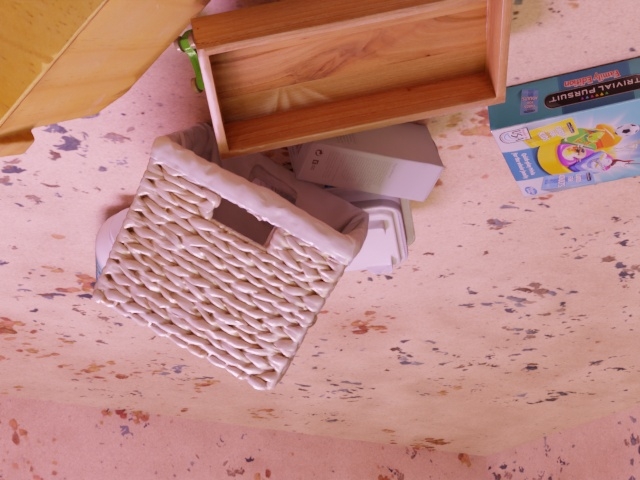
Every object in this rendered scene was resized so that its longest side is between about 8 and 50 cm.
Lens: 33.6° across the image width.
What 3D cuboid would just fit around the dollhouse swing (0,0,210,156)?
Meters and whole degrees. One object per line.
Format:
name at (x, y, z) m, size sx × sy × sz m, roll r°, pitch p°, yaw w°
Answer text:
dollhouse swing at (-0.333, -0.314, 1.281) m, size 0.315 × 0.305 × 0.347 m, roll 43°, pitch 115°, yaw -11°

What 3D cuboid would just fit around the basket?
basket at (-0.127, 0.012, 1.626) m, size 0.328 × 0.266 × 0.331 m, roll 29°, pitch -168°, yaw 0°

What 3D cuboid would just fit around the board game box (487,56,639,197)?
board game box at (0.464, -0.184, 1.716) m, size 0.336 × 0.079 × 0.254 m, roll -11°, pitch 154°, yaw 19°

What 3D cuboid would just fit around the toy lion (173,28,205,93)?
toy lion at (-0.163, -0.258, 1.517) m, size 0.034 × 0.096 × 0.100 m, roll -13°, pitch 113°, yaw 22°

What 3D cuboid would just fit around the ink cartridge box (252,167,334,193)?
ink cartridge box at (-0.029, -0.066, 1.926) m, size 0.203 × 0.085 × 0.148 m, roll -8°, pitch 155°, yaw 12°

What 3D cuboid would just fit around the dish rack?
dish rack at (0.000, 0.000, 1.888) m, size 0.333 × 0.072 × 0.285 m, roll -5°, pitch 156°, yaw 7°

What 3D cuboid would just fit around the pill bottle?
pill bottle at (-0.361, 0.034, 2.048) m, size 0.146 × 0.146 × 0.264 m, roll 3°, pitch 154°, yaw -10°

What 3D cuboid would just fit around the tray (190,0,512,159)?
tray at (0.047, -0.243, 1.435) m, size 0.411 × 0.076 × 0.202 m, roll -11°, pitch 141°, yaw -3°

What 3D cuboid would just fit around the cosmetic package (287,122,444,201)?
cosmetic package at (0.070, -0.142, 1.713) m, size 0.231 × 0.117 × 0.085 m, roll 10°, pitch 129°, yaw -21°
